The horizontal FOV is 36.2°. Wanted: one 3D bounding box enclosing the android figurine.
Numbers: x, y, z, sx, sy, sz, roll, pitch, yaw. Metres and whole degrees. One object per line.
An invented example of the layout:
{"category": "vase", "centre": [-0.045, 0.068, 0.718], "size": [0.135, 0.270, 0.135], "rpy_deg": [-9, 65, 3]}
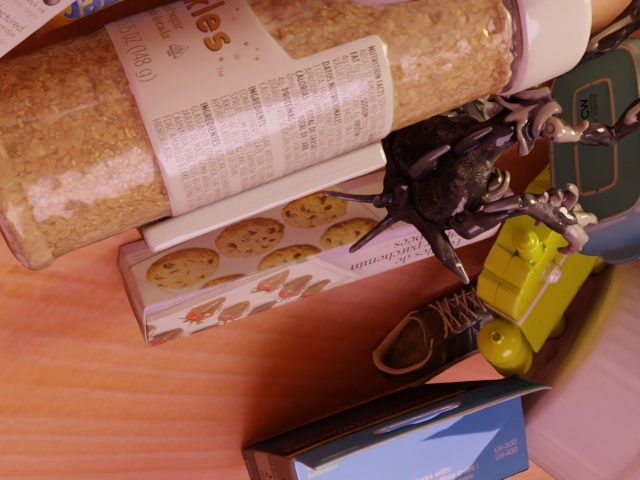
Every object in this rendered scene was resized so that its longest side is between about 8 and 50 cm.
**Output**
{"category": "android figurine", "centre": [0.227, 0.013, 0.935], "size": [0.248, 0.056, 0.273], "rpy_deg": [-55, 155, -6]}

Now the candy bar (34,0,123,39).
{"category": "candy bar", "centre": [-0.087, -0.156, 0.538], "size": [0.162, 0.018, 0.040], "rpy_deg": [-23, 150, -6]}

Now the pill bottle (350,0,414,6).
{"category": "pill bottle", "centre": [0.145, -0.221, 0.468], "size": [0.319, 0.176, 0.176], "rpy_deg": [-14, 147, -22]}

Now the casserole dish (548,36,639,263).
{"category": "casserole dish", "centre": [0.223, -0.076, 0.761], "size": [0.037, 0.188, 0.114], "rpy_deg": [17, 157, -36]}

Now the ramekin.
{"category": "ramekin", "centre": [0.314, 0.145, 1.091], "size": [0.277, 0.135, 0.277], "rpy_deg": [-57, -179, 2]}

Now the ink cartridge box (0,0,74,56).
{"category": "ink cartridge box", "centre": [-0.120, -0.175, 0.437], "size": [0.180, 0.060, 0.104], "rpy_deg": [-34, 149, 10]}

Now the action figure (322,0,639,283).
{"category": "action figure", "centre": [0.146, -0.068, 0.704], "size": [0.276, 0.164, 0.141], "rpy_deg": [-29, 155, 19]}

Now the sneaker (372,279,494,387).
{"category": "sneaker", "centre": [0.137, 0.093, 1.054], "size": [0.192, 0.064, 0.086], "rpy_deg": [-39, 149, 19]}

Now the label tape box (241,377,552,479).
{"category": "label tape box", "centre": [0.075, 0.236, 1.042], "size": [0.249, 0.115, 0.348], "rpy_deg": [-17, 177, -17]}

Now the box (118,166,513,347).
{"category": "box", "centre": [0.000, 0.000, 0.801], "size": [0.324, 0.067, 0.063], "rpy_deg": [-16, 148, -18]}

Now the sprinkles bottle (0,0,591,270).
{"category": "sprinkles bottle", "centre": [-0.024, -0.098, 0.573], "size": [0.356, 0.121, 0.121], "rpy_deg": [-22, 150, -10]}

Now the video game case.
{"category": "video game case", "centre": [-0.049, -0.036, 0.661], "size": [0.157, 0.019, 0.143], "rpy_deg": [-21, -168, -11]}
